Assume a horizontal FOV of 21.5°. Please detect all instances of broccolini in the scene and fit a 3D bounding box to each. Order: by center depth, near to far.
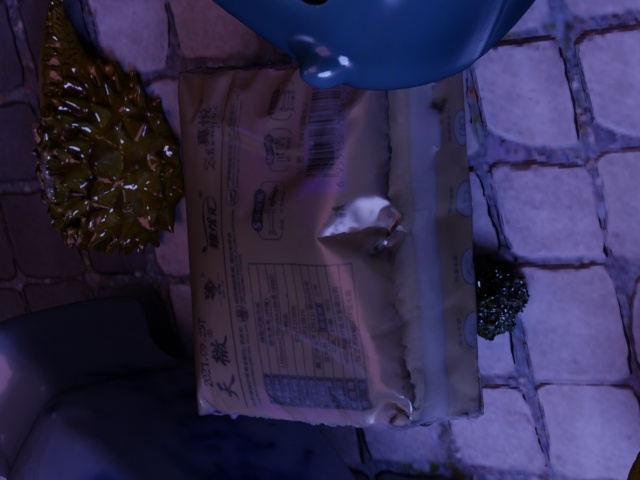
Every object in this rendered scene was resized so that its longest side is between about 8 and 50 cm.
[{"bbox_3d":[0.045,0.042,1.239,0.239,0.051,0.054,1,155,38],"label":"broccolini"}]

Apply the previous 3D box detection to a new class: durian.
[{"bbox_3d":[-0.190,-0.085,1.330,0.140,0.078,0.224,-11,105,39],"label":"durian"}]

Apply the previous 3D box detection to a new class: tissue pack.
[{"bbox_3d":[0.002,-0.228,1.022,0.287,0.206,0.198,40,142,14],"label":"tissue pack"},{"bbox_3d":[0.000,0.000,1.164,0.215,0.123,0.256,0,92,42],"label":"tissue pack"}]

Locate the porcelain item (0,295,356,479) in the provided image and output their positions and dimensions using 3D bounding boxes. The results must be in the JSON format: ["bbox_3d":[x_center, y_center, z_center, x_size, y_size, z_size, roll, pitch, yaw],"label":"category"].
[{"bbox_3d":[-0.100,0.213,1.260,0.405,0.243,0.178,41,128,37],"label":"porcelain item"}]

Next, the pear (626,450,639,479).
[{"bbox_3d":[0.272,0.177,1.052,0.178,0.178,0.178,16,119,31],"label":"pear"}]
